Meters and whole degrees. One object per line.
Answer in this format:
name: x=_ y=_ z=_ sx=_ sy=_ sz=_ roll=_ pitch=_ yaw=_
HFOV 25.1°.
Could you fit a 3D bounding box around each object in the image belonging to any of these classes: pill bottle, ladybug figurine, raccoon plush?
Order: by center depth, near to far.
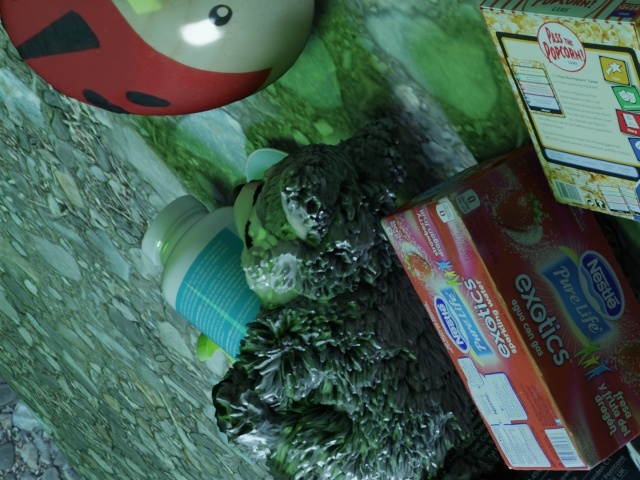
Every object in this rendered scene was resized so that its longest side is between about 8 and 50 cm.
raccoon plush: x=0.101 y=0.086 z=1.322 sx=0.447 sy=0.216 sz=0.299 roll=24 pitch=124 yaw=5
ladybug figurine: x=-0.181 y=-0.236 z=1.352 sx=0.305 sy=0.162 sz=0.449 roll=52 pitch=155 yaw=-15
pill bottle: x=-0.083 y=0.059 z=1.672 sx=0.264 sy=0.146 sz=0.146 roll=38 pitch=155 yaw=17

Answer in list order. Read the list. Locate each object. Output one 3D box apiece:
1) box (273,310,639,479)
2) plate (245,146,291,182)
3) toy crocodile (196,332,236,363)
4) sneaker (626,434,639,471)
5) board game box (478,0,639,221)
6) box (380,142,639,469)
box: x=0.152 y=0.281 z=1.561 sx=0.395 sy=0.212 sz=0.293 roll=34 pitch=154 yaw=24
plate: x=-0.006 y=-0.031 z=1.558 sx=0.188 sy=0.024 sz=0.188 roll=37 pitch=155 yaw=20
toy crocodile: x=-0.032 y=0.228 z=1.904 sx=0.115 sy=0.105 sz=0.340 roll=2 pitch=132 yaw=57
sneaker: x=0.391 y=0.239 z=1.276 sx=0.283 sy=0.110 sz=0.122 roll=44 pitch=168 yaw=22
board game box: x=0.213 y=-0.101 z=1.072 sx=0.147 sy=0.045 sz=0.193 roll=18 pitch=143 yaw=47
box: x=0.179 y=0.057 z=1.222 sx=0.256 sy=0.123 sz=0.128 roll=62 pitch=154 yaw=-4
